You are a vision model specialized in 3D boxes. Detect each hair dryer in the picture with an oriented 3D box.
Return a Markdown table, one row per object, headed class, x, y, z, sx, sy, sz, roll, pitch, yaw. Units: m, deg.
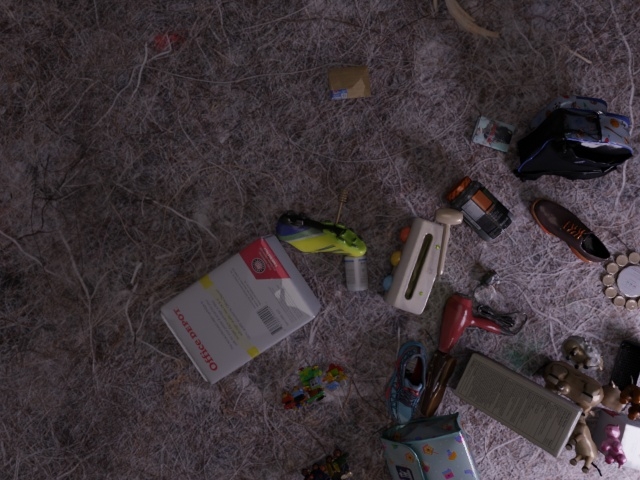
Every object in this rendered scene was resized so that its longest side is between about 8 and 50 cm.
| class | x | y | z | sx | sy | sz | roll | pitch | yaw |
| --- | --- | --- | --- | --- | --- | --- | --- | --- | --- |
| hair dryer | 0.484 | 0.251 | 1.465 | 0.293 | 0.080 | 0.224 | -32 | 91 | 3 |

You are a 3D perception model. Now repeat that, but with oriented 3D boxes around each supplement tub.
| class | x | y | z | sx | sy | sz | roll | pitch | yaw |
| --- | --- | --- | --- | --- | --- | --- | --- | --- | --- |
| supplement tub | 0.478 | -0.098 | 1.436 | 0.190 | 0.117 | 0.117 | 45 | 92 | 0 |
| supplement tub | 0.112 | 0.099 | 1.475 | 0.070 | 0.071 | 0.107 | -4 | 92 | 2 |

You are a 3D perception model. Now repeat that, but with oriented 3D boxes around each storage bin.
| class | x | y | z | sx | sy | sz | roll | pitch | yaw |
| --- | --- | --- | --- | --- | --- | --- | --- | --- | --- |
| storage bin | 0.965 | 0.407 | 1.436 | 0.084 | 0.122 | 0.180 | 16 | 92 | 1 |

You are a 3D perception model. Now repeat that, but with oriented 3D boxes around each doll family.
| class | x | y | z | sx | sy | sz | roll | pitch | yaw |
| --- | --- | --- | --- | --- | --- | --- | --- | --- | --- |
| doll family | 0.011 | 0.729 | 1.482 | 0.192 | 0.111 | 0.076 | -23 | 125 | -10 |

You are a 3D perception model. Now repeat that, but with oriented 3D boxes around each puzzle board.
| class | x | y | z | sx | sy | sz | roll | pitch | yaw |
| --- | --- | --- | --- | --- | --- | --- | --- | --- | --- |
| puzzle board | 0.090 | -0.494 | 1.487 | 0.128 | 0.011 | 0.097 | -6 | 93 | 2 |

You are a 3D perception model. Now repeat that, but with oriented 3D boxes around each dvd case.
| class | x | y | z | sx | sy | sz | roll | pitch | yaw |
| --- | --- | --- | --- | --- | --- | --- | --- | --- | --- |
| dvd case | 0.537 | -0.332 | 1.479 | 0.119 | 0.013 | 0.087 | 18 | 92 | 2 |

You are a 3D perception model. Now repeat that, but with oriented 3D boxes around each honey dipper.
| class | x | y | z | sx | sy | sz | roll | pitch | yaw |
| --- | --- | --- | --- | --- | --- | --- | --- | --- | --- |
| honey dipper | 0.056 | -0.082 | 1.492 | 0.030 | 0.030 | 0.161 | 15 | 95 | 1 |

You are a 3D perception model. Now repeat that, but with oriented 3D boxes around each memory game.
| class | x | y | z | sx | sy | sz | roll | pitch | yaw |
| --- | --- | --- | --- | --- | --- | --- | --- | --- | --- |
| memory game | 0.973 | 0.127 | 1.482 | 0.186 | 0.012 | 0.186 | 0 | 91 | 2 |

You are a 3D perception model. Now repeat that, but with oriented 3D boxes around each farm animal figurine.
| class | x | y | z | sx | sy | sz | roll | pitch | yaw |
| --- | --- | --- | --- | --- | --- | --- | --- | --- | --- |
| farm animal figurine | 0.797 | 0.479 | 1.406 | 0.327 | 0.172 | 0.330 | 44 | 129 | 25 |

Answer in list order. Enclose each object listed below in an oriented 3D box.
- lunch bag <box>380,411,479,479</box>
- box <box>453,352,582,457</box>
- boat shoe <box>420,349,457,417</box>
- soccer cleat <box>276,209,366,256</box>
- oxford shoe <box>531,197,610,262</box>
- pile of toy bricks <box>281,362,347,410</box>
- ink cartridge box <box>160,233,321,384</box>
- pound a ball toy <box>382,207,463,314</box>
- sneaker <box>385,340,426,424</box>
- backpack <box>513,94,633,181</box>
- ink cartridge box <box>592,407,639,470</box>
| class | x | y | z | sx | sy | sz | roll | pitch | yaw |
| --- | --- | --- | --- | --- | --- | --- | --- | --- | --- |
| lunch bag | 0.331 | 0.673 | 1.446 | 0.262 | 0.160 | 0.224 | -18 | 95 | 13 |
| box | 0.569 | 0.466 | 1.375 | 0.311 | 0.121 | 0.148 | 28 | 94 | 34 |
| boat shoe | 0.356 | 0.447 | 1.485 | 0.073 | 0.073 | 0.207 | 23 | 89 | 38 |
| soccer cleat | 0.000 | -0.001 | 1.466 | 0.289 | 0.093 | 0.121 | 19 | 123 | 7 |
| oxford shoe | 0.765 | -0.036 | 1.439 | 0.271 | 0.098 | 0.097 | 38 | 92 | 0 |
| pile of toy bricks | -0.034 | 0.443 | 1.483 | 0.212 | 0.118 | 0.105 | -31 | 58 | 11 |
| ink cartridge box | -0.236 | 0.200 | 1.424 | 0.384 | 0.160 | 0.279 | -33 | 91 | 8 |
| pound a ball toy | 0.285 | 0.049 | 1.400 | 0.135 | 0.208 | 0.319 | 19 | 93 | 1 |
| sneaker | 0.264 | 0.447 | 1.453 | 0.104 | 0.125 | 0.262 | 9 | 92 | 2 |
| backpack | 0.738 | -0.282 | 1.369 | 0.263 | 0.276 | 0.213 | 12 | 79 | -2 |
| ink cartridge box | 0.956 | 0.613 | 1.440 | 0.176 | 0.128 | 0.128 | 16 | 92 | 0 |
